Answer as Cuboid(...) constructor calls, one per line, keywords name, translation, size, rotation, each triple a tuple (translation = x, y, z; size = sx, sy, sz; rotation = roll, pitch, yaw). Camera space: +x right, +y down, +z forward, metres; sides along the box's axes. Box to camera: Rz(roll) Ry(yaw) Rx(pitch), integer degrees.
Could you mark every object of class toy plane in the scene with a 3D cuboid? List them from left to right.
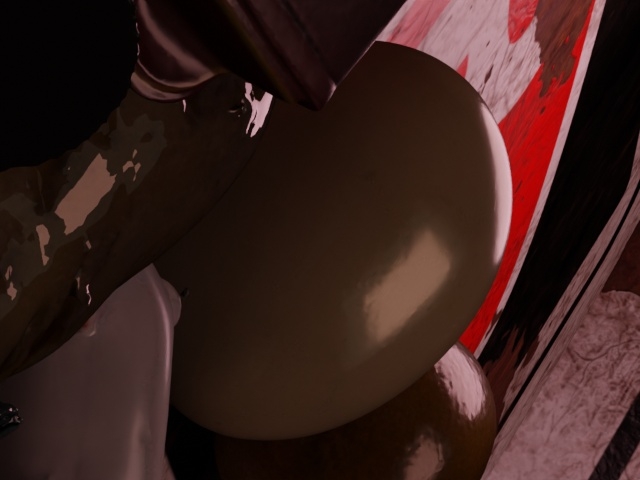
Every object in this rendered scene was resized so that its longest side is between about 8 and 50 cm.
Cuboid(name="toy plane", translation=(-0.122, 0.098, 0.750), size=(0.252, 0.118, 0.252), rotation=(-178, -90, -76))

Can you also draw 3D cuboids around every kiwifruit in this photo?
Cuboid(name="kiwifruit", translation=(0.028, 0.137, 1.217), size=(0.196, 0.196, 0.234), rotation=(-62, 167, -2))

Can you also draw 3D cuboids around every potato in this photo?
Cuboid(name="potato", translation=(-0.115, -0.037, 0.607), size=(0.262, 0.165, 0.165), rotation=(-33, 147, -50))

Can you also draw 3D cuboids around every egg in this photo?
Cuboid(name="egg", translation=(0.000, 0.000, 0.932), size=(0.242, 0.186, 0.186), rotation=(-50, 161, -10))

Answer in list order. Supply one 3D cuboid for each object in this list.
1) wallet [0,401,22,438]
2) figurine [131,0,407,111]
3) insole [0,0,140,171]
Cuboid(name="wallet", translation=(-0.182, 0.062, 0.610), size=(0.088, 0.129, 0.026), rotation=(-21, 112, -62))
Cuboid(name="figurine", translation=(-0.018, -0.113, 0.549), size=(0.154, 0.098, 0.082), rotation=(-49, 145, -9))
Cuboid(name="insole", translation=(-0.148, -0.116, 0.326), size=(0.119, 0.009, 0.348), rotation=(-28, 137, 17))
